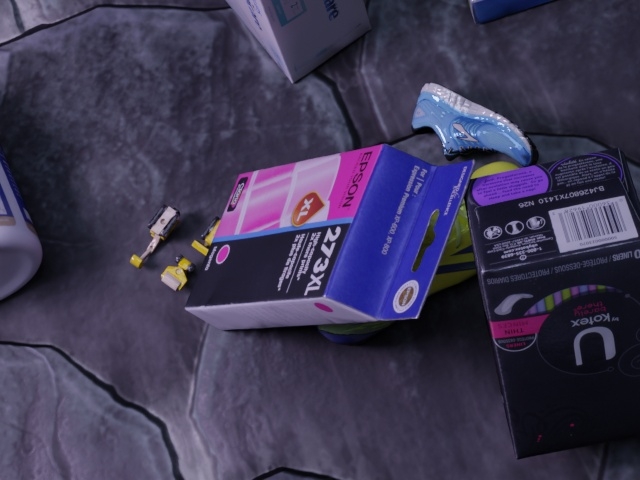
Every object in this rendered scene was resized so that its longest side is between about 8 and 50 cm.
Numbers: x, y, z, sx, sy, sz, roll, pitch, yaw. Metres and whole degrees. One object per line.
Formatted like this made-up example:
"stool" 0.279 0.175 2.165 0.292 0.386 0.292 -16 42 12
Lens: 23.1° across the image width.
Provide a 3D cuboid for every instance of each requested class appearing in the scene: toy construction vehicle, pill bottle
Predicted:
"toy construction vehicle" -0.160 0.006 1.799 0.086 0.035 0.098 32 78 10
"pill bottle" -0.432 -0.064 1.809 0.153 0.153 0.265 -25 65 -1

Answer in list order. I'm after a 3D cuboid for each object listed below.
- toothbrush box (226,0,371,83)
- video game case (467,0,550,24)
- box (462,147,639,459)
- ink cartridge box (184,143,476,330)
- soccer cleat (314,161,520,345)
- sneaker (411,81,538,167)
"toothbrush box" -0.083 -0.364 1.841 0.126 0.216 0.295 -36 67 -6
"video game case" 0.275 -0.410 1.879 0.269 0.061 0.244 -17 66 2
"box" 0.245 0.067 1.548 0.165 0.270 0.143 -12 41 6
"ink cartridge box" 0.000 0.000 1.629 0.371 0.069 0.176 -6 57 54
"soccer cleat" 0.111 0.008 1.696 0.289 0.121 0.093 -37 65 -7
"sneaker" 0.174 -0.116 1.782 0.162 0.063 0.073 29 90 26
